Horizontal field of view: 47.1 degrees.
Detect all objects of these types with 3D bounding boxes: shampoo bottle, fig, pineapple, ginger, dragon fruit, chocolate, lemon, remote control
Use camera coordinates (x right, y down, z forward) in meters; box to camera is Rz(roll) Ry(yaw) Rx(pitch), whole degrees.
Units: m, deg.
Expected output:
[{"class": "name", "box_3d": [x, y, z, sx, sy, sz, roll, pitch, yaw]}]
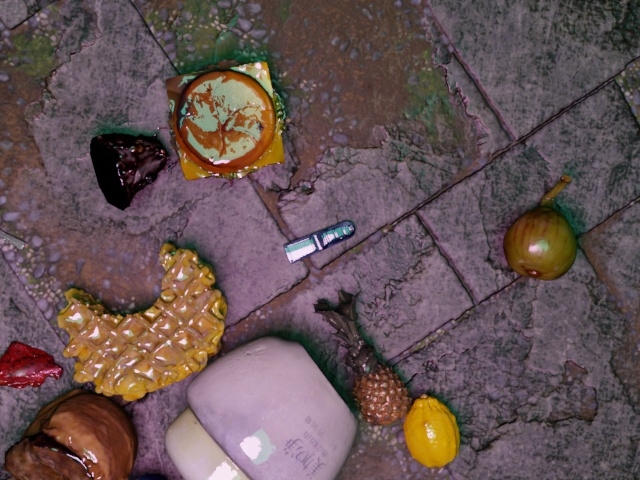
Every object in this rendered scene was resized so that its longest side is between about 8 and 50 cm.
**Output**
[{"class": "shampoo bottle", "box_3d": [-0.103, 0.351, 1.372, 0.317, 0.322, 0.322, -44, 93, -13]}, {"class": "fig", "box_3d": [0.440, -0.015, 1.482, 0.142, 0.148, 0.186, -4, 53, 12]}, {"class": "pineapple", "box_3d": [0.086, 0.231, 1.481, 0.119, 0.130, 0.277, -23, 95, 28]}, {"class": "ginger", "box_3d": [-0.448, 0.392, 1.398, 0.269, 0.223, 0.200, -30, 104, 37]}, {"class": "dragon fruit", "box_3d": [-0.595, 0.269, 1.477, 0.131, 0.063, 0.097, 21, 91, -3]}, {"class": "chocolate", "box_3d": [-0.364, -0.152, 1.456, 0.133, 0.156, 0.156, -23, 93, -29]}, {"class": "lemon", "box_3d": [0.224, 0.386, 1.485, 0.114, 0.114, 0.155, -17, 96, -2]}, {"class": "remote control", "box_3d": [0.000, 0.000, 1.510, 0.153, 0.027, 0.043, -23, 97, 1]}]

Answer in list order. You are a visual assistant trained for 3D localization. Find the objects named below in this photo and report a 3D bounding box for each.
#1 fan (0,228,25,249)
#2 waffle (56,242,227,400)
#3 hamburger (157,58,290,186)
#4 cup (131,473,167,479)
[{"class": "fan", "box_3d": [-0.749, -0.069, 1.487, 0.335, 0.011, 0.229, 28, 90, -3]}, {"class": "waffle", "box_3d": [-0.337, 0.161, 1.440, 0.324, 0.151, 0.261, -26, 90, 1]}, {"class": "hamburger", "box_3d": [-0.188, -0.227, 1.438, 0.262, 0.139, 0.243, -7, 89, -6]}, {"class": "cup", "box_3d": [-0.326, 0.622, 1.405, 0.256, 0.178, 0.255, 42, 100, 28]}]
